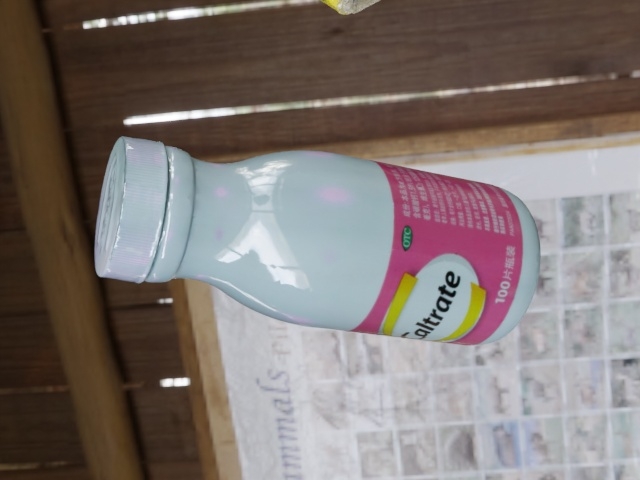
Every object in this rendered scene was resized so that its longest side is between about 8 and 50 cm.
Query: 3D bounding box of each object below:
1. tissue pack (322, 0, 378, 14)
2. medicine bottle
[{"bbox_3d":[0.016,-0.485,1.085,0.382,0.293,0.228,44,151,28],"label":"tissue pack"},{"bbox_3d":[0.000,0.000,0.454,0.090,0.216,0.090,-171,90,-68],"label":"medicine bottle"}]
